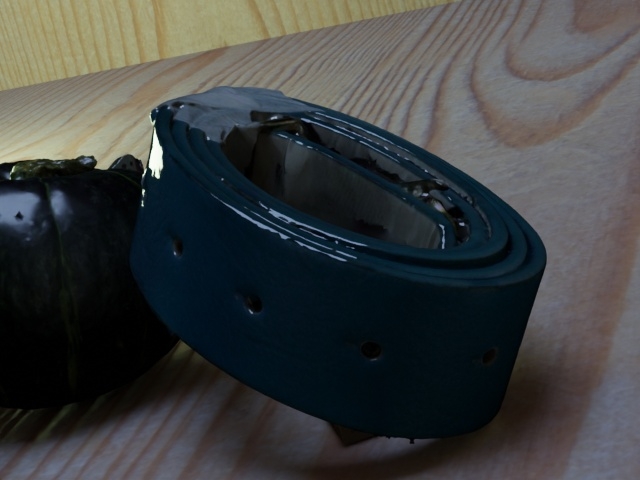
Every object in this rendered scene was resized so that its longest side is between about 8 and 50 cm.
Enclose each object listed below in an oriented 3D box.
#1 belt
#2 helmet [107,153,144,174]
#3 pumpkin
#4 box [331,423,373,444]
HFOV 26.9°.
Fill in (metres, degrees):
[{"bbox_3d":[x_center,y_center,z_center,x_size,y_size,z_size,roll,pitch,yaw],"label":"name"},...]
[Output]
[{"bbox_3d":[0.001,0.000,1.179,0.300,0.173,0.436,-1,22,-35],"label":"belt"},{"bbox_3d":[-0.315,-0.050,1.917,0.153,0.107,0.177,-21,-2,-2],"label":"helmet"},{"bbox_3d":[-0.289,0.039,1.379,0.323,0.241,0.323,-6,12,1],"label":"pumpkin"},{"bbox_3d":[0.033,0.144,1.159,0.053,0.024,0.083,-18,16,-10],"label":"box"}]
